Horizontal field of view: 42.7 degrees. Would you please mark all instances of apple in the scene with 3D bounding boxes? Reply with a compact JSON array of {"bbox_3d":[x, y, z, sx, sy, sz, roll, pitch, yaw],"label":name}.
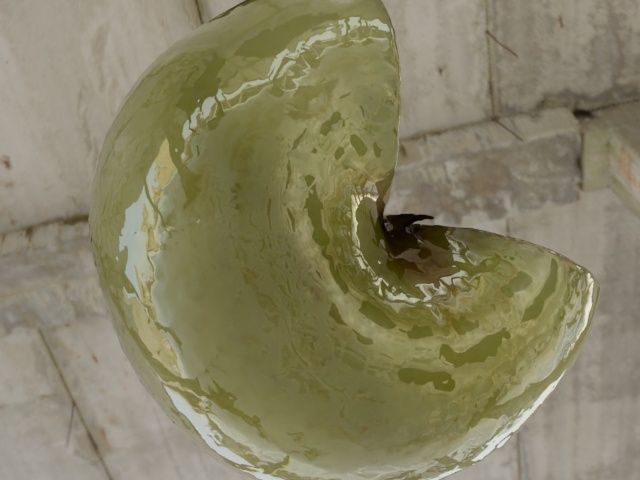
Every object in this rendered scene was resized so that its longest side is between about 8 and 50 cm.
[{"bbox_3d":[-0.011,0.016,0.492,0.233,0.258,0.295,-38,-80,-22],"label":"apple"}]
